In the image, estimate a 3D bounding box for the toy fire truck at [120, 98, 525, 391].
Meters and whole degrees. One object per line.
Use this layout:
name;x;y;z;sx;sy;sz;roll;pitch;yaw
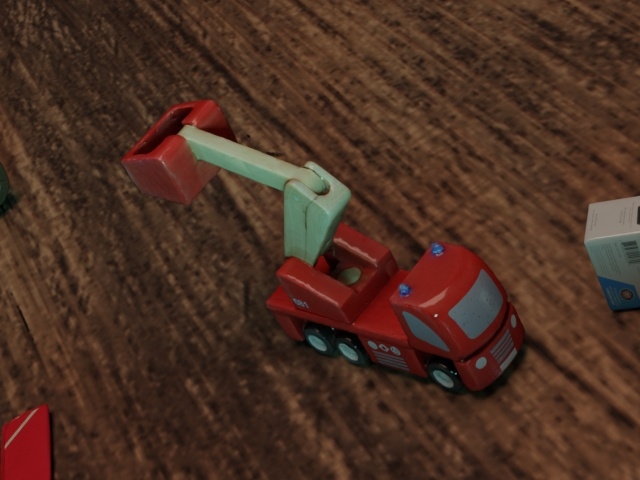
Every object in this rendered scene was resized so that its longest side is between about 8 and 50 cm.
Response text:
toy fire truck;0.000;0.000;0.698;0.192;0.135;0.047;12;53;44

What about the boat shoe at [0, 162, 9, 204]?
boat shoe;-0.310;-0.001;0.994;0.190;0.068;0.072;-33;22;-21

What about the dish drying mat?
dish drying mat;-0.163;0.124;0.771;0.032;0.008;0.083;-25;35;6

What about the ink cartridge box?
ink cartridge box;0.170;0.002;0.649;0.083;0.048;0.028;-8;40;26
